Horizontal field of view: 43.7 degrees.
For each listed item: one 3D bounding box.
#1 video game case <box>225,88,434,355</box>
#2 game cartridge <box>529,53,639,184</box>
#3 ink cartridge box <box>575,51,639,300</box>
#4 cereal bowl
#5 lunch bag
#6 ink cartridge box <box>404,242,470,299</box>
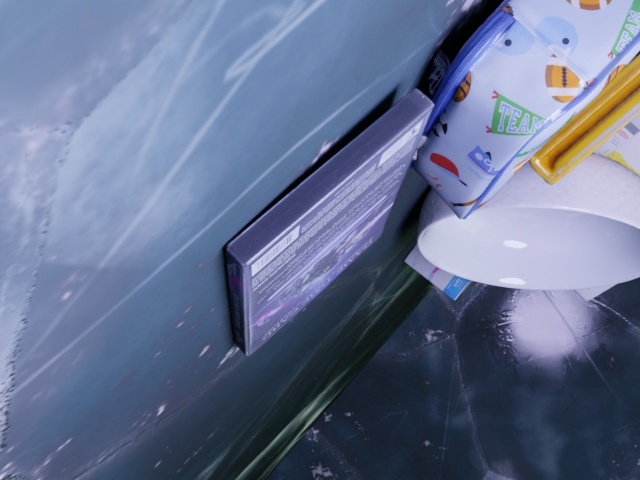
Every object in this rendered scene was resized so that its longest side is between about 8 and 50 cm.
[{"bbox_3d":[0.000,0.000,0.702,0.196,0.026,0.274,-41,168,-18],"label":"video game case"},{"bbox_3d":[0.399,-0.209,0.931,0.285,0.052,0.324,-45,174,37],"label":"game cartridge"},{"bbox_3d":[0.482,-0.126,1.245,0.385,0.279,0.160,-42,-175,39],"label":"ink cartridge box"},{"bbox_3d":[0.311,-0.043,1.139,0.339,0.339,0.141,100,-2,-69],"label":"cereal bowl"},{"bbox_3d":[0.199,-0.160,0.732,0.303,0.115,0.243,-44,173,-18],"label":"lunch bag"},{"bbox_3d":[0.233,0.046,1.520,0.088,0.122,0.052,-32,156,-58],"label":"ink cartridge box"}]
